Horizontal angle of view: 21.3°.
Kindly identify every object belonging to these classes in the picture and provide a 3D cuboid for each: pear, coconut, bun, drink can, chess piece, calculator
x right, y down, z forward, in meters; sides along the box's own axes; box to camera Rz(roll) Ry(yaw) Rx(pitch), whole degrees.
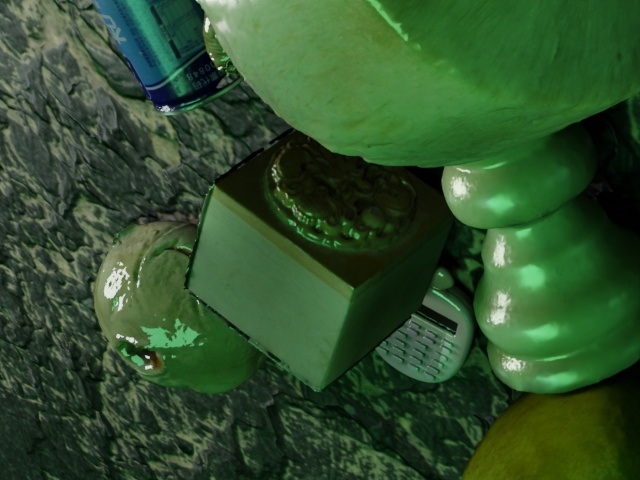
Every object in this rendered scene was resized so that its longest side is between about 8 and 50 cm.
[{"bbox_3d":[0.233,0.210,1.261,0.269,0.269,0.321,35,-174,6],"label":"pear"},{"bbox_3d":[0.079,-0.191,0.983,0.329,0.329,0.329,23,140,21],"label":"coconut"},{"bbox_3d":[-0.133,0.071,1.562,0.173,0.113,0.166,18,138,23],"label":"bun"},{"bbox_3d":[-0.140,-0.217,1.290,0.097,0.097,0.235,-3,127,42],"label":"drink can"},{"bbox_3d":[0.147,-0.033,1.207,0.144,0.144,0.251,-1,122,41],"label":"chess piece"},{"bbox_3d":[0.085,0.064,1.447,0.103,0.024,0.166,29,144,14],"label":"calculator"}]

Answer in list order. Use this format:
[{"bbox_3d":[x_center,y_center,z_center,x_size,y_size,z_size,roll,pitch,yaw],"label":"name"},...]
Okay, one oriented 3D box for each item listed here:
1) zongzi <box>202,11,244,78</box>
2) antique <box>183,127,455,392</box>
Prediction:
[{"bbox_3d":[0.025,-0.152,1.162,0.176,0.160,0.078,17,133,29],"label":"zongzi"},{"bbox_3d":[0.000,0.000,1.334,0.152,0.147,0.148,36,138,18],"label":"antique"}]
